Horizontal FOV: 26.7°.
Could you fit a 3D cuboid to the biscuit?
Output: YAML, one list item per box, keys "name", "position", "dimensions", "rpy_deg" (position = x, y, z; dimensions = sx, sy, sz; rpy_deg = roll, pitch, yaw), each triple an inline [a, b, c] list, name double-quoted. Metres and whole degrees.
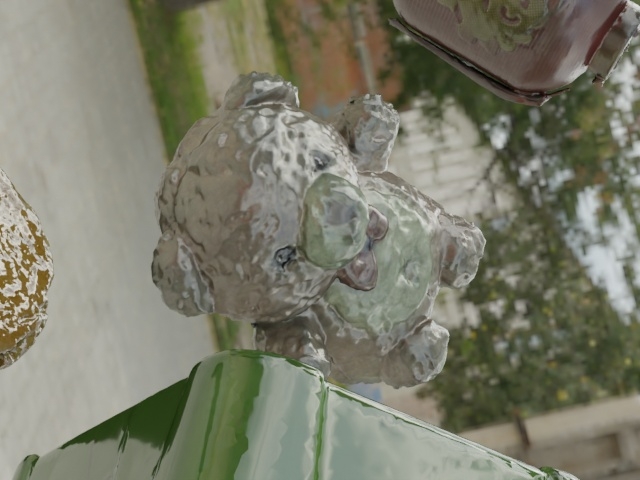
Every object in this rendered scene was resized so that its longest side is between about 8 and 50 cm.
- name: "biscuit"
  position: [-0.276, 0.000, 0.925]
  dimensions: [0.226, 0.042, 0.226]
  rpy_deg: [38, 33, -30]

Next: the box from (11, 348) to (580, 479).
- name: "box"
  position: [-0.030, 0.186, 0.645]
  dimensions: [0.329, 0.253, 0.178]
  rpy_deg: [-29, -139, 53]

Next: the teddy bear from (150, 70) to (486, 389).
- name: "teddy bear"
  position: [0.000, 0.000, 0.985]
  dimensions: [0.267, 0.151, 0.236]
  rpy_deg: [43, 61, -48]

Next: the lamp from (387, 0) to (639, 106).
- name: "lamp"
  position: [0.161, -0.231, 1.202]
  dimensions: [0.180, 0.258, 0.180]
  rpy_deg: [-57, 171, -14]
